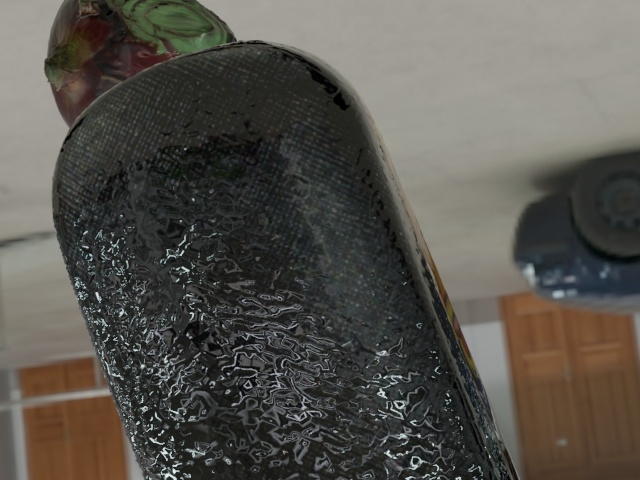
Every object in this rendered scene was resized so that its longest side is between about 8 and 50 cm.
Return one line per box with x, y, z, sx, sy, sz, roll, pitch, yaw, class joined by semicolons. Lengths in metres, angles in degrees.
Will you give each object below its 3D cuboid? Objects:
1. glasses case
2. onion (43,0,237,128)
0.005;0.085;0.520;0.122;0.321;0.082;-21;-174;9;glasses case
-0.109;-0.097;0.830;0.118;0.117;0.119;-16;137;-15;onion
